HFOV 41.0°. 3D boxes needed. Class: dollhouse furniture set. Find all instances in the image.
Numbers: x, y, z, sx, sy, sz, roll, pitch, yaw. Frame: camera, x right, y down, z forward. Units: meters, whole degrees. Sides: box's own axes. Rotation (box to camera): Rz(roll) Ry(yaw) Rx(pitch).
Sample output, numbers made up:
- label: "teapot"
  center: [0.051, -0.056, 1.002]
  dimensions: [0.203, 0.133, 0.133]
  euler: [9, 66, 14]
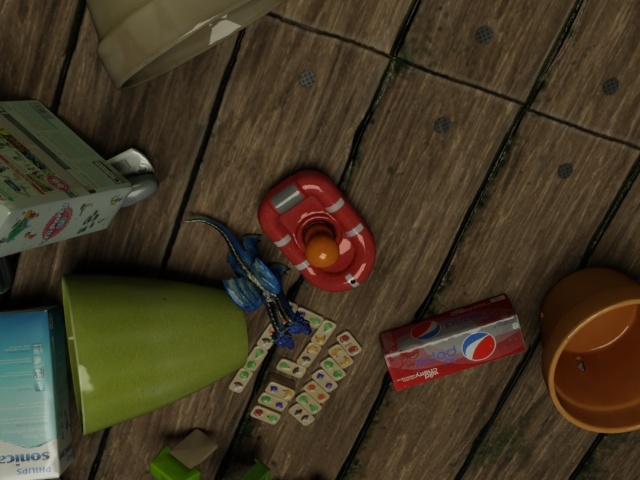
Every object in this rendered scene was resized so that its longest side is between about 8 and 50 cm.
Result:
- label: "dollhouse furniture set"
  center: [-0.241, 0.549, 1.768]
  dimensions: [0.198, 0.151, 0.301]
  euler: [31, 133, 22]

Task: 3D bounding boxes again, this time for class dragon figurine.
- label: "dragon figurine"
  center: [-0.117, 0.066, 1.506]
  dimensions: [0.085, 0.144, 0.289]
  euler: [-35, 116, 12]

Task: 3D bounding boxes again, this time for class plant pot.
- label: "plant pot"
  center: [-0.216, -0.406, 1.182]
  dimensions: [0.323, 0.323, 0.280]
  euler: [-29, 101, 9]
- label: "plant pot"
  center: [-0.286, 0.175, 1.506]
  dimensions: [0.294, 0.275, 0.274]
  euler: [-8, 119, -19]
- label: "plant pot"
  center: [0.537, 0.181, 1.601]
  dimensions: [0.291, 0.203, 0.290]
  euler: [-3, 119, -5]

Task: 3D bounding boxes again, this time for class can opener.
- label: "can opener"
  center: [-0.405, -0.069, 1.443]
  dimensions: [0.281, 0.093, 0.074]
  euler: [-23, 118, 12]

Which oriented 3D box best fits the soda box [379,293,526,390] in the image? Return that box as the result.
- label: "soda box"
  center: [0.251, 0.196, 1.647]
  dimensions: [0.264, 0.083, 0.092]
  euler: [-18, 117, 4]

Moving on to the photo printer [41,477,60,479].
- label: "photo printer"
  center: [-0.695, 0.449, 1.669]
  dimensions: [0.308, 0.107, 0.255]
  euler: [-13, 118, 1]

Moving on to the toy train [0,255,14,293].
- label: "toy train"
  center: [-0.634, -0.034, 1.415]
  dimensions: [0.190, 0.142, 0.333]
  euler: [-13, 117, -13]

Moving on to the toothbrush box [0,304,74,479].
- label: "toothbrush box"
  center: [-0.564, 0.270, 1.514]
  dimensions: [0.217, 0.126, 0.295]
  euler: [-5, 89, -4]

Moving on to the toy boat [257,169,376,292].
- label: "toy boat"
  center: [0.000, 0.000, 1.480]
  dimensions: [0.151, 0.151, 0.231]
  euler: [-35, 115, 12]

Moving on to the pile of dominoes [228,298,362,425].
- label: "pile of dominoes"
  center: [-0.045, 0.255, 1.672]
  dimensions: [0.196, 0.040, 0.251]
  euler: [26, 113, -18]

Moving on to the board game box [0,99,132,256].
- label: "board game box"
  center: [-0.453, -0.099, 1.259]
  dimensions: [0.224, 0.303, 0.097]
  euler: [40, 109, 9]
